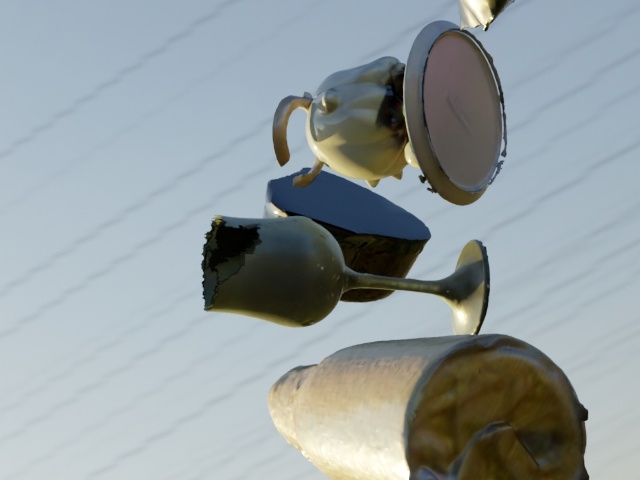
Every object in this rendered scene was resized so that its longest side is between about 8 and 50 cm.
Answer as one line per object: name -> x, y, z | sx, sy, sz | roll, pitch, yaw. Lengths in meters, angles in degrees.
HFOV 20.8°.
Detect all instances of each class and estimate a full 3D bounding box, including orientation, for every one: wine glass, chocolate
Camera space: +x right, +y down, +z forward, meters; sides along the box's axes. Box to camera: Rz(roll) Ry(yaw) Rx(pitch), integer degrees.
wine glass -> 0.016, 0.026, 1.229 | 0.195, 0.079, 0.079 | 6, -27, -14
chocolate -> 0.000, 0.000, 1.406 | 0.148, 0.125, 0.080 | 5, -65, -35
chocolate -> 0.032, 0.075, 0.750 | 0.085, 0.086, 0.219 | -18, 6, -19

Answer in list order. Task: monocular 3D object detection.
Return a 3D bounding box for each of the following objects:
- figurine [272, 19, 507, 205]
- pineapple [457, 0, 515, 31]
figurine -> 0.037, -0.080, 1.225 | 0.153, 0.132, 0.132 | -6, -6, 34
pineapple -> 0.039, -0.186, 0.728 | 0.111, 0.237, 0.119 | -45, -31, 13
